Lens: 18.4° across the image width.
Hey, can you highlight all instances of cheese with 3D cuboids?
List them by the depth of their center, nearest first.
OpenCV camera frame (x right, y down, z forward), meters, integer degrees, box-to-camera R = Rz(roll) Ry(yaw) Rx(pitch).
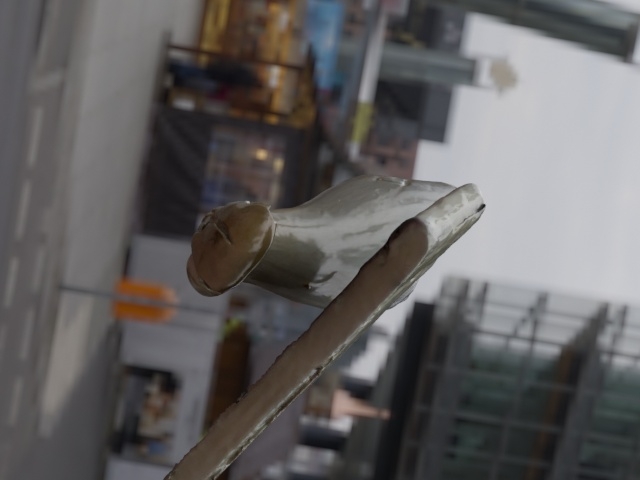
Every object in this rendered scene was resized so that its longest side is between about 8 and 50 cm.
[{"bbox_3d":[-0.021,0.095,1.361,0.400,0.034,0.085,-46,172,37],"label":"cheese"}]

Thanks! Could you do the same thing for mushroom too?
[{"bbox_3d":[0.000,0.000,1.399,0.116,0.225,0.093,-56,-132,41],"label":"mushroom"}]
